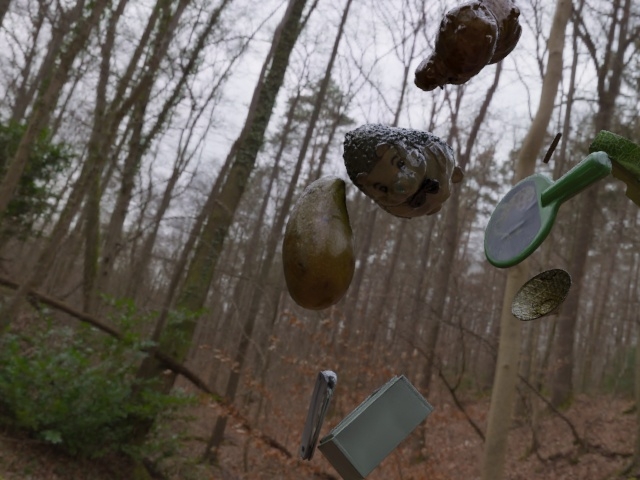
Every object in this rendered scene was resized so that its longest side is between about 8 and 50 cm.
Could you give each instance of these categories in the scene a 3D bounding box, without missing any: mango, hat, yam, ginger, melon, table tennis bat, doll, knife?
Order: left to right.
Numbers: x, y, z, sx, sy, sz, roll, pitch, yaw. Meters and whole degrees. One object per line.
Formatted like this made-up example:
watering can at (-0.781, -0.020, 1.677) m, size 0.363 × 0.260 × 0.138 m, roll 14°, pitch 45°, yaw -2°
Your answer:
mango at (-0.008, 0.002, 1.489) m, size 0.176 × 0.329 × 0.175 m, roll -8°, pitch -17°, yaw 2°
knife at (-0.008, 0.453, 1.587) m, size 0.041 × 0.265 × 0.073 m, roll 9°, pitch 21°, yaw -17°
doll at (0.205, -0.176, 1.557) m, size 0.247 × 0.247 × 0.349 m, roll 0°, pitch -14°, yaw 44°
ginger at (0.375, -0.480, 1.541) m, size 0.152 × 0.357 × 0.274 m, roll 44°, pitch -45°, yaw 11°
table tennis bat at (0.342, -0.053, 0.965) m, size 0.039 × 0.160 × 0.257 m, roll 26°, pitch -40°, yaw -17°
hat at (0.487, 0.135, 1.319) m, size 0.067 × 0.146 × 0.146 m, roll 46°, pitch -24°, yaw -15°
yam at (0.763, -0.305, 2.037) m, size 0.021 × 0.021 × 0.116 m, roll 13°, pitch -55°, yaw -4°
melon at (0.653, -0.146, 1.305) m, size 0.209 × 0.064 × 0.118 m, roll 39°, pitch -1°, yaw 4°

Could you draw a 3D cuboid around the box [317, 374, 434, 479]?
box at (0.122, 0.442, 1.461) m, size 0.117 × 0.225 × 0.225 m, roll 48°, pitch -21°, yaw 12°
